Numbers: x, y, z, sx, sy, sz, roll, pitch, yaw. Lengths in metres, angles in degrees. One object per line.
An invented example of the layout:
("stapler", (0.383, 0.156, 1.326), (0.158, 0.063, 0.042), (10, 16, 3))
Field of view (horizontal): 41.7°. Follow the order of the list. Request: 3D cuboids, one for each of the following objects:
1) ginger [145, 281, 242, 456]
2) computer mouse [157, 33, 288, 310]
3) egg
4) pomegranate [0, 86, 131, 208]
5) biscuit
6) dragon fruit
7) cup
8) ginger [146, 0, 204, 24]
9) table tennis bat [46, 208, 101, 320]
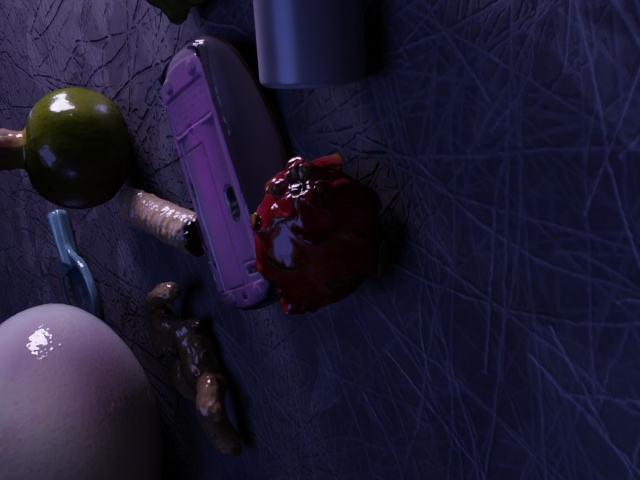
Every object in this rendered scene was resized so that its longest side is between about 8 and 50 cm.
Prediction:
("ginger", (-0.175, 0.186, 1.176), (0.258, 0.065, 0.149), (61, 157, 11))
("computer mouse", (-0.100, -0.075, 0.951), (0.158, 0.072, 0.310), (-21, 84, 55))
("egg", (-0.426, 0.272, 1.337), (0.354, 0.355, 0.339), (-22, 64, 56))
("pomegranate", (-0.371, -0.138, 1.208), (0.179, 0.211, 0.179), (-13, 71, 42))
("biscuit", (-0.215, -0.029, 1.152), (0.219, 0.055, 0.061), (19, 133, 51))
("dragon fruit", (0.000, 0.000, 0.795), (0.136, 0.133, 0.165), (-77, -3, -60))
("cup", (-0.004, -0.211, 0.764), (0.099, 0.136, 0.133), (2, 107, 20))
("ginger", (-0.211, -0.371, 0.995), (0.137, 0.089, 0.289), (-50, 59, 41))
("table tennis bat", (-0.458, 0.057, 1.560), (0.149, 0.038, 0.237), (-11, 96, 57))
